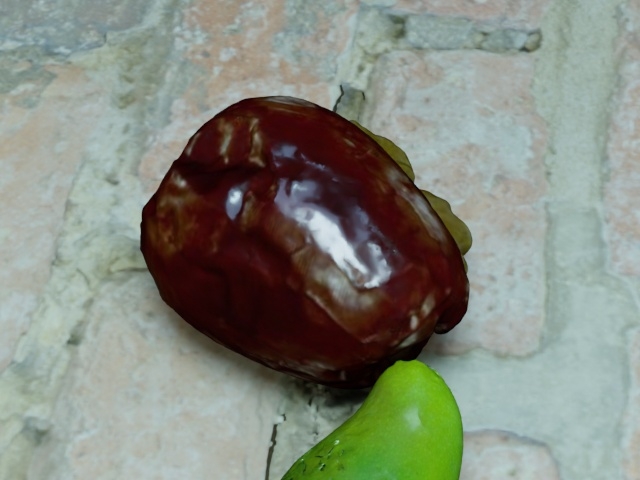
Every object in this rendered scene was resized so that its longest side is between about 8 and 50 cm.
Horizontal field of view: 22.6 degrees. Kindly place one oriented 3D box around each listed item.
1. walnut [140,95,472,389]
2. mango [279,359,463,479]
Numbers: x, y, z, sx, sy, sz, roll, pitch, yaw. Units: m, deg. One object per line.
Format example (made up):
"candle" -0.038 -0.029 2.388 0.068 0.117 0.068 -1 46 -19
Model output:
"walnut" 0.000 0.000 1.285 0.269 0.221 0.244 39 40 15
"mango" 0.028 0.193 1.160 0.125 0.111 0.233 23 69 -2
